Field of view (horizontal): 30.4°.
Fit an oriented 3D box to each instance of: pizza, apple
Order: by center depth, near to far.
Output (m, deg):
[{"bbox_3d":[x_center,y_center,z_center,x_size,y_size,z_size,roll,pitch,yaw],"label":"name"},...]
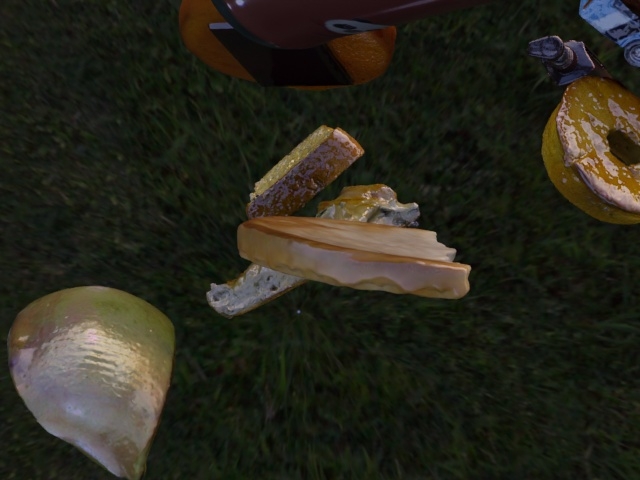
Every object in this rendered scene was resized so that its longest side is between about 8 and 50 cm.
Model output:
[{"bbox_3d":[-0.260,0.130,1.364,0.193,0.265,0.120,28,116,-20],"label":"apple"},{"bbox_3d":[0.000,0.000,1.472,0.223,0.323,0.089,-32,87,38],"label":"pizza"}]

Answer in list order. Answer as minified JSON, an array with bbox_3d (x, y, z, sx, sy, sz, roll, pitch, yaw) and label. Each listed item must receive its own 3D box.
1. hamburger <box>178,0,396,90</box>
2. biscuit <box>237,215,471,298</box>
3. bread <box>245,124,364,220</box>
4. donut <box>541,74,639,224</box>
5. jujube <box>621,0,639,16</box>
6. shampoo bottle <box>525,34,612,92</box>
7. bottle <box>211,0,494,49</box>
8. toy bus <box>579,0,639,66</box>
[{"bbox_3d":[-0.025,-0.320,1.422,0.290,0.291,0.225,6,72,-1],"label":"hamburger"},{"bbox_3d":[0.026,0.012,1.061,0.204,0.309,0.040,8,96,0],"label":"biscuit"},{"bbox_3d":[-0.027,-0.086,1.621,0.187,0.103,0.065,-40,106,12],"label":"bread"},{"bbox_3d":[0.347,-0.101,1.412,0.190,0.074,0.174,23,57,-13],"label":"donut"},{"bbox_3d":[0.371,-0.330,1.145,0.212,0.213,0.232,-1,116,-1],"label":"jujube"},{"bbox_3d":[0.354,-0.236,1.643,0.068,0.236,0.067,-22,71,23],"label":"shampoo bottle"},{"bbox_3d":[0.056,-0.205,0.740,0.144,0.336,0.144,-2,94,-33],"label":"bottle"},{"bbox_3d":[0.456,-0.245,1.392,0.297,0.131,0.106,29,45,-10],"label":"toy bus"}]
